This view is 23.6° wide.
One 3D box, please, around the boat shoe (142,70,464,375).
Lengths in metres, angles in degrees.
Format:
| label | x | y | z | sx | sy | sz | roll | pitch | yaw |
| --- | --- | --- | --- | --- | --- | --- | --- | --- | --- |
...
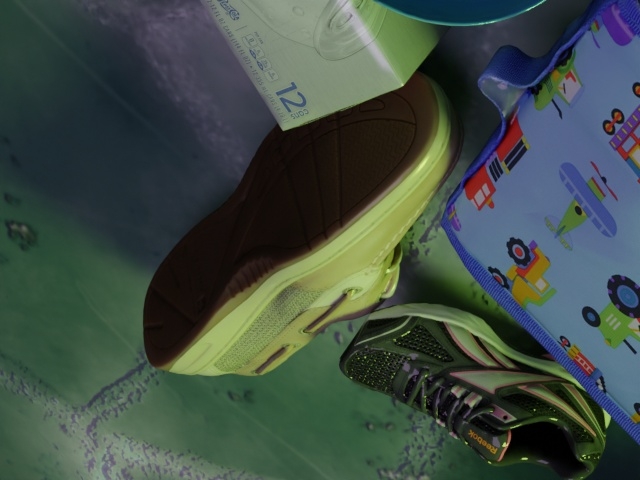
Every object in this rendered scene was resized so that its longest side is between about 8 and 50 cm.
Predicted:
| label | x | y | z | sx | sy | sz | roll | pitch | yaw |
| --- | --- | --- | --- | --- | --- | --- | --- | --- | --- |
| boat shoe | 0.000 | 0.000 | 0.955 | 0.098 | 0.109 | 0.302 | 16 | 139 | -31 |

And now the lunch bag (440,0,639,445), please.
| label | x | y | z | sx | sy | sz | roll | pitch | yaw |
| --- | --- | --- | --- | --- | --- | --- | --- | --- | --- |
| lunch bag | 0.197 | 0.004 | 0.783 | 0.293 | 0.138 | 0.221 | 38 | 144 | 4 |

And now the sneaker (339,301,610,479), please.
| label | x | y | z | sx | sy | sz | roll | pitch | yaw |
| --- | --- | --- | --- | --- | --- | --- | --- | --- | --- |
| sneaker | 0.098 | 0.097 | 0.944 | 0.178 | 0.077 | 0.072 | 14 | 129 | -1 |

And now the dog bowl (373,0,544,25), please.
| label | x | y | z | sx | sy | sz | roll | pitch | yaw |
| --- | --- | --- | --- | --- | --- | --- | --- | --- | --- |
| dog bowl | -0.001 | -0.213 | 0.709 | 0.297 | 0.074 | 0.166 | 21 | 100 | -16 |

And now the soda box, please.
| label | x | y | z | sx | sy | sz | roll | pitch | yaw |
| --- | --- | --- | --- | --- | --- | --- | --- | --- | --- |
| soda box | -0.041 | -0.207 | 0.807 | 0.091 | 0.098 | 0.286 | -17 | 113 | 40 |
